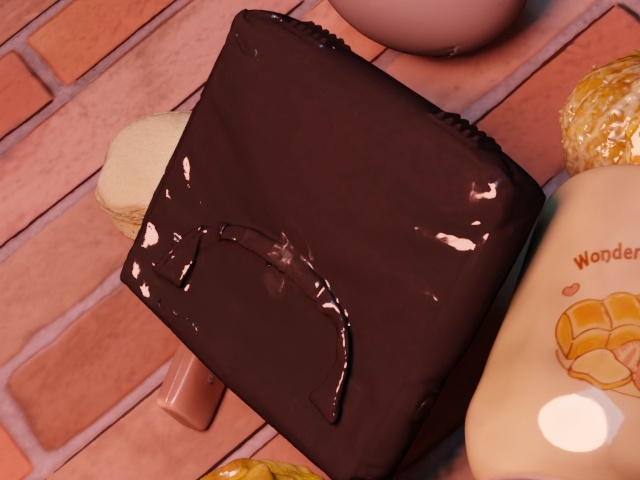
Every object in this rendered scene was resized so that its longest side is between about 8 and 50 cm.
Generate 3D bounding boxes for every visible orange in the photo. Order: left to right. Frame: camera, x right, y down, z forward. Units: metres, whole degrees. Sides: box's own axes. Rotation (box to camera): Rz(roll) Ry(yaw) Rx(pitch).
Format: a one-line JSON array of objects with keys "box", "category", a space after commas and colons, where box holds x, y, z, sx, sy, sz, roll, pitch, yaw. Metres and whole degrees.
[{"box": [0.236, -0.074, 0.931, 0.156, 0.134, 0.156, 11, 30, -6], "category": "orange"}]

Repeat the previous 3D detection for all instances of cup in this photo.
[{"box": [0.224, 0.100, 0.852, 0.173, 0.255, 0.202, -26, 37, 60], "category": "cup"}]

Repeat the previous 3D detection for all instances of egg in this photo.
[{"box": [0.075, -0.221, 1.084, 0.146, 0.146, 0.198, -46, 49, -10], "category": "egg"}]

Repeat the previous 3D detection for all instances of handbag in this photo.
[{"box": [0.000, 0.000, 0.918, 0.275, 0.088, 0.244, 37, 107, 32], "category": "handbag"}]

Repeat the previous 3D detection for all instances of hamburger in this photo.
[{"box": [-0.139, -0.058, 1.129, 0.084, 0.054, 0.121, 11, 62, 31], "category": "hamburger"}]

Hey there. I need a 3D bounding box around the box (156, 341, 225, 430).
[{"box": [-0.082, 0.080, 1.022, 0.025, 0.048, 0.115, 6, 62, 32], "category": "box"}]

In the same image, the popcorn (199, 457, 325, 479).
[{"box": [-0.030, 0.215, 0.858, 0.173, 0.142, 0.173, -25, 45, 28], "category": "popcorn"}]
